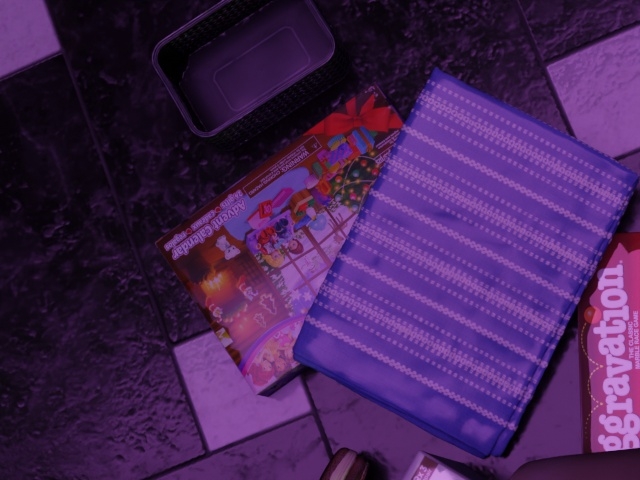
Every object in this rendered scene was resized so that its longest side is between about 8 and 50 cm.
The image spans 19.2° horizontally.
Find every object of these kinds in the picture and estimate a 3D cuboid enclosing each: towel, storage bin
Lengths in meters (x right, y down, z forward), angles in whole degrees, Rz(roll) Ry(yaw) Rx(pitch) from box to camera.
[{"bbox_3d":[0.146,0.028,1.923,0.243,0.040,0.336,27,95,2],"label":"towel"},{"bbox_3d":[-0.073,-0.192,2.027,0.180,0.084,0.122,-33,76,7],"label":"storage bin"}]

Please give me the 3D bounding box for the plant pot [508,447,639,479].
[{"bbox_3d":[0.314,0.317,1.766,0.280,0.323,0.323,6,83,28],"label":"plant pot"}]

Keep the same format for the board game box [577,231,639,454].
[{"bbox_3d":[0.334,0.131,1.914,0.145,0.027,0.281,-3,81,14],"label":"board game box"}]

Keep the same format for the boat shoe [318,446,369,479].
[{"bbox_3d":[0.009,0.342,1.934,0.095,0.095,0.257,22,93,1],"label":"boat shoe"}]

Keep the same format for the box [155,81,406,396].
[{"bbox_3d":[0.000,0.000,1.994,0.293,0.057,0.201,-36,77,5],"label":"box"}]

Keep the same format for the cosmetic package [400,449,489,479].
[{"bbox_3d":[0.121,0.276,1.835,0.085,0.231,0.117,30,90,15],"label":"cosmetic package"}]
